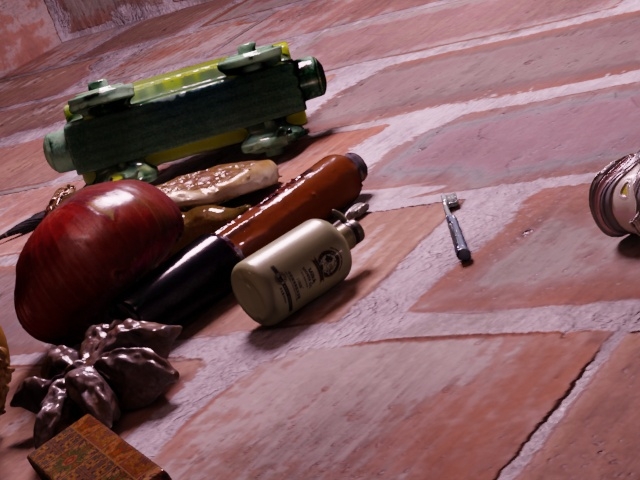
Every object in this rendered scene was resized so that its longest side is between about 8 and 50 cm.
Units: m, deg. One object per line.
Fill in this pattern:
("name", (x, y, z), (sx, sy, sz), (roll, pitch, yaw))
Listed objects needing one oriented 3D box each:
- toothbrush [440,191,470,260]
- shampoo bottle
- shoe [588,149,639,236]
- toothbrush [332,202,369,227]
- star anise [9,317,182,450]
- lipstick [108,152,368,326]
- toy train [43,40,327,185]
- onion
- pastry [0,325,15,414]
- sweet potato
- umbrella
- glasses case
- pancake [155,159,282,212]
("toothbrush", (0.151, -0.018, 1.719), (0.019, 0.016, 0.219), (-12, 17, 4))
("shampoo bottle", (-0.016, 0.025, 1.691), (0.162, 0.079, 0.079), (-32, 20, -29))
("shoe", (0.349, -0.060, 1.478), (0.180, 0.089, 0.092), (-27, 17, -7))
("toothbrush", (-0.002, 0.000, 1.853), (0.017, 0.014, 0.194), (-4, 25, 45))
("star anise", (-0.229, 0.140, 1.621), (0.197, 0.073, 0.212), (-29, 21, -13))
("lipstick", (-0.085, 0.001, 1.856), (0.077, 0.077, 0.418), (-3, 25, 46))
("toy train", (-0.206, -0.197, 2.401), (0.442, 0.179, 0.272), (-15, 10, 1))
("onion", (-0.271, 0.023, 1.827), (0.248, 0.161, 0.248), (-63, -2, -4))
("pastry", (-0.424, 0.171, 1.587), (0.255, 0.162, 0.311), (-39, 2, -18))
("sweet potato", (-0.200, -0.006, 2.039), (0.274, 0.067, 0.067), (-13, 20, 28))
("umbrella", (-0.412, -0.061, 2.502), (0.269, 0.044, 0.044), (-23, -27, 0))
("glasses case", (-0.194, 0.217, 1.386), (0.075, 0.049, 0.218), (-35, 20, -17))
("pancake", (-0.192, -0.061, 2.162), (0.282, 0.049, 0.282), (-16, 8, 2))
